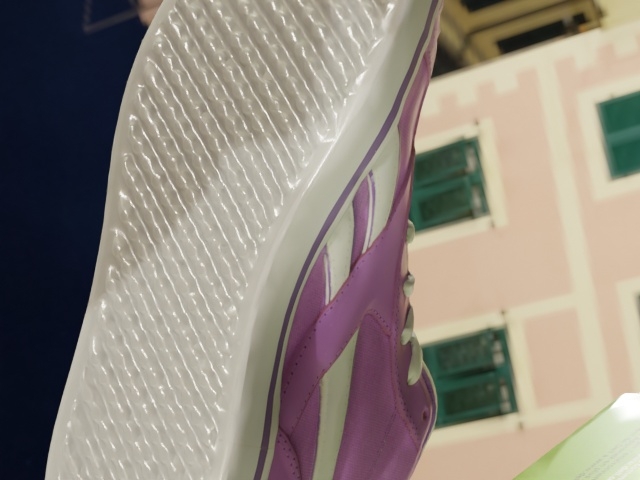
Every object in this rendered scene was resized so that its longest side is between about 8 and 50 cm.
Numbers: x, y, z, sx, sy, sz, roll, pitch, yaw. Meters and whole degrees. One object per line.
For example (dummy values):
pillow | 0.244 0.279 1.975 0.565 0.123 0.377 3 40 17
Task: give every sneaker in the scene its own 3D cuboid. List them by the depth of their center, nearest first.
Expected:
sneaker | -0.001 0.000 0.531 0.161 0.102 0.282 19 -89 -55

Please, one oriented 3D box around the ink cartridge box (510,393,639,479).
ink cartridge box | 0.114 0.202 0.567 0.255 0.097 0.189 -28 -77 -38
